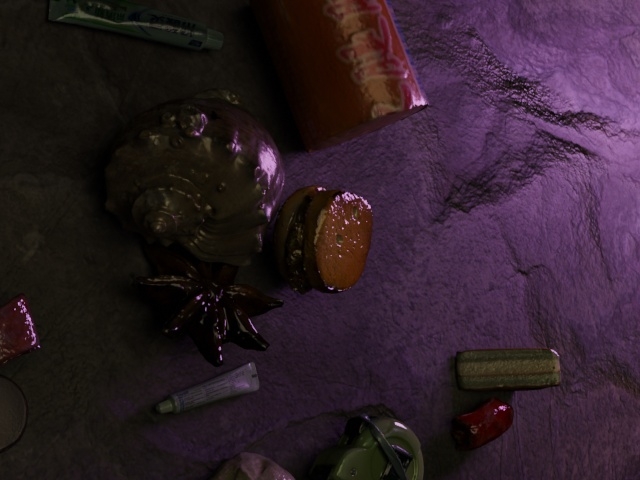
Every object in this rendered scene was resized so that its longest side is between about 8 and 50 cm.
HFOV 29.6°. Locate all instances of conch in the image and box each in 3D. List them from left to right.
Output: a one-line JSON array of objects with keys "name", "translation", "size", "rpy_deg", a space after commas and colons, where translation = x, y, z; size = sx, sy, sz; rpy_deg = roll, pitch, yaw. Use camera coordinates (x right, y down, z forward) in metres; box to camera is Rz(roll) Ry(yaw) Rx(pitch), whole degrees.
[{"name": "conch", "translation": [-0.159, -0.115, 1.873], "size": [0.297, 0.210, 0.352], "rpy_deg": [46, 56, -21]}]

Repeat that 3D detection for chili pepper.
[{"name": "chili pepper", "translation": [0.298, 0.331, 2.203], "size": [0.123, 0.070, 0.073], "rpy_deg": [-25, 78, -36]}]

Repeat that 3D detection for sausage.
[{"name": "sausage", "translation": [0.033, -0.318, 2.058], "size": [0.233, 0.233, 0.287], "rpy_deg": [-23, 94, -39]}]

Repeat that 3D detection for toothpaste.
[{"name": "toothpaste", "translation": [-0.292, -0.352, 1.939], "size": [0.297, 0.048, 0.074], "rpy_deg": [10, 73, -32]}, {"name": "toothpaste", "translation": [-0.174, 0.237, 1.892], "size": [0.197, 0.029, 0.048], "rpy_deg": [-15, 91, -41]}]

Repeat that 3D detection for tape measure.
[{"name": "tape measure", "translation": [0.095, 0.379, 2.010], "size": [0.200, 0.106, 0.175], "rpy_deg": [42, 61, -24]}]

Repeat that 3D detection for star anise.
[{"name": "star anise", "translation": [-0.187, 0.097, 1.884], "size": [0.272, 0.102, 0.272], "rpy_deg": [23, 39, -21]}]

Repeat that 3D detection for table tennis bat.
[{"name": "table tennis bat", "translation": [-0.427, 0.256, 1.637], "size": [0.108, 0.119, 0.169], "rpy_deg": [8, 72, -35]}]

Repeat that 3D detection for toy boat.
[{"name": "toy boat", "translation": [-0.524, 0.068, 1.643], "size": [0.206, 0.096, 0.282], "rpy_deg": [-29, 88, -24]}]

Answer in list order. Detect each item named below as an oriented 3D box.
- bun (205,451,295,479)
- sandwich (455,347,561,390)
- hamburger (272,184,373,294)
[{"name": "bun", "translation": [-0.095, 0.440, 1.837], "size": [0.231, 0.133, 0.231], "rpy_deg": [8, 76, -36]}, {"name": "sandwich", "translation": [0.347, 0.235, 2.232], "size": [0.163, 0.113, 0.079], "rpy_deg": [7, 75, -35]}, {"name": "hamburger", "translation": [-0.005, 0.004, 2.000], "size": [0.182, 0.118, 0.191], "rpy_deg": [47, 55, -46]}]
